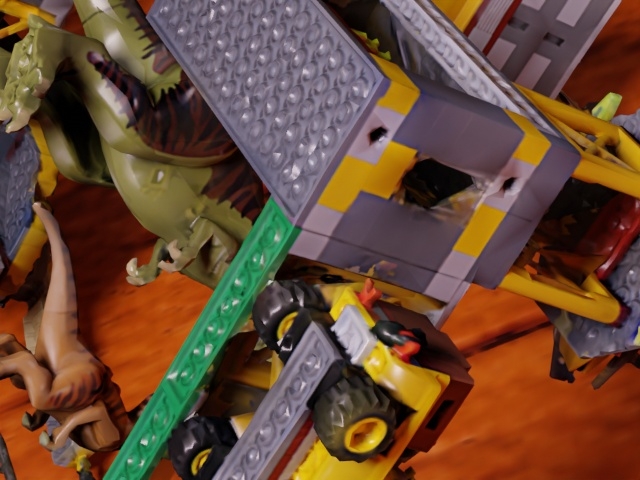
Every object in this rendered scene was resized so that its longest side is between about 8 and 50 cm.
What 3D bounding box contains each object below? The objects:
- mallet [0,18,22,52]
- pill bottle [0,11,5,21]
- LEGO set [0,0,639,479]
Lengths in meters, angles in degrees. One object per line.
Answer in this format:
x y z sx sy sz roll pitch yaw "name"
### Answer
-0.194 -0.032 0.770 0.190 0.062 0.039 -40 31 18 "mallet"
-0.218 -0.037 0.675 0.245 0.130 0.130 -53 37 16 "pill bottle"
0.000 0.000 0.533 0.255 0.192 0.331 -63 35 13 "LEGO set"
